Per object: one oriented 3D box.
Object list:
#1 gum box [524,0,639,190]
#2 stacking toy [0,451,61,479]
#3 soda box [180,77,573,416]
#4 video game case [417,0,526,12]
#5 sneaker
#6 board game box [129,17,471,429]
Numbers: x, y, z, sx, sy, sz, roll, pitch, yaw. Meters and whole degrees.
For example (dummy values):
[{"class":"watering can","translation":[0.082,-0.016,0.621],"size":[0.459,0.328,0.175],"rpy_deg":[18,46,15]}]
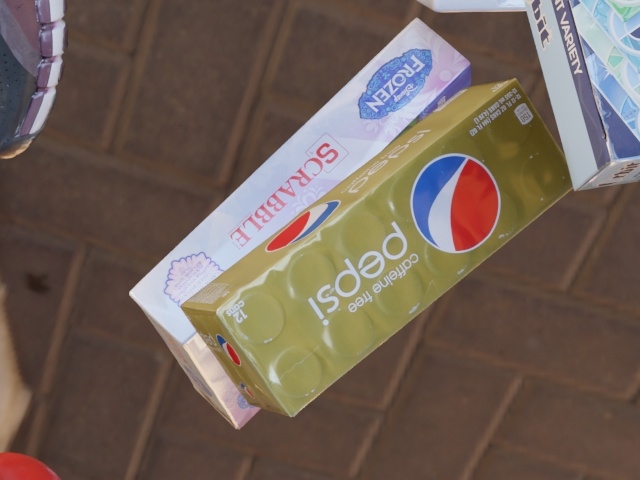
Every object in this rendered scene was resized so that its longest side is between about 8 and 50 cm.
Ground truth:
[{"class":"gum box","translation":[0.169,-0.109,0.649],"size":[0.184,0.157,0.041],"rpy_deg":[-9,166,-17]},{"class":"stacking toy","translation":[-0.277,0.158,0.980],"size":[0.141,0.141,0.330],"rpy_deg":[-31,152,32]},{"class":"soda box","translation":[0.028,0.002,0.767],"size":[0.061,0.181,0.058],"rpy_deg":[56,163,-13]},{"class":"video game case","translation":[0.159,-0.201,1.304],"size":[0.183,0.201,0.023],"rpy_deg":[-1,104,-7]},{"class":"sneaker","translation":[-0.257,-0.196,1.139],"size":[0.106,0.162,0.281],"rpy_deg":[21,106,45]},{"class":"board game box","translation":[0.000,0.000,1.424],"size":[0.066,0.318,0.318],"rpy_deg":[43,171,17]}]
